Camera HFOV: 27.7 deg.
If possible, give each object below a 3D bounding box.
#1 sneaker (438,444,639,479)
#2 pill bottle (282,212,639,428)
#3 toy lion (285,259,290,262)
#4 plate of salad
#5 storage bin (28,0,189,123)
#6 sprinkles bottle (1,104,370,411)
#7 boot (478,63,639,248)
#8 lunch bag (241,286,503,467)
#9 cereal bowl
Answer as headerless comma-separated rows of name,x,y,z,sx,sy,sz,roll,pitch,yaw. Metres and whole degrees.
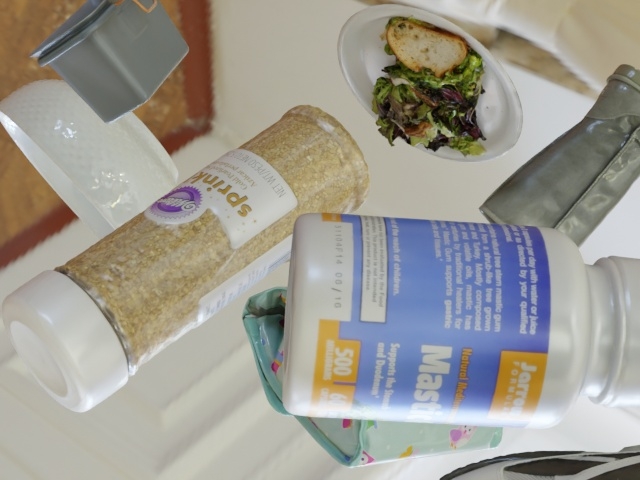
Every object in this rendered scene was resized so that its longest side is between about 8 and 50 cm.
sneaker,0.169,0.190,0.769,0.146,0.330,0.123,-58,128,-81
pill bottle,0.111,0.062,0.963,0.152,0.271,0.152,-176,-90,-87
toy lion,0.000,0.000,1.383,0.096,0.100,0.034,-4,81,-56
plate of salad,0.098,-0.140,1.233,0.048,0.199,0.200,-56,149,-28
storage bin,-0.173,-0.173,1.143,0.091,0.098,0.135,52,34,-19
sprinkles bottle,-0.114,0.009,1.184,0.355,0.121,0.121,-37,140,-29
boot,0.288,-0.044,1.272,0.208,0.189,0.076,-50,175,-10
lunch bag,0.059,0.133,1.471,0.223,0.262,0.160,-1,112,-37
cereal bowl,-0.311,-0.107,1.892,0.141,0.339,0.339,-42,144,-12
